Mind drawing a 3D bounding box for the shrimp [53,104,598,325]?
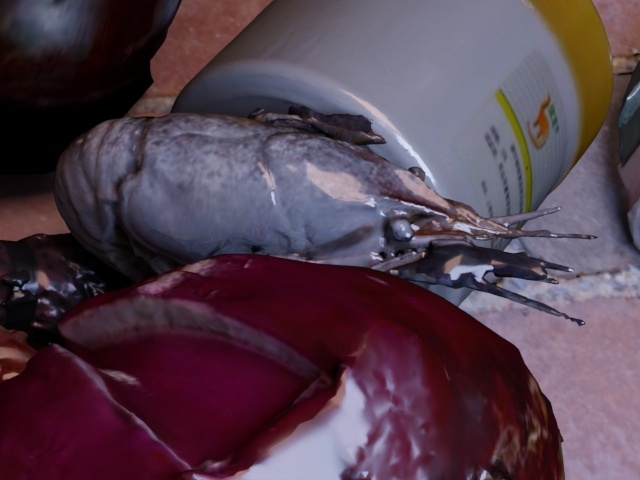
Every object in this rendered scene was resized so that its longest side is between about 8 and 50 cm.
[{"bbox_3d":[-0.002,-0.001,1.136,0.343,0.145,0.116,9,36,17],"label":"shrimp"}]

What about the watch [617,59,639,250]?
[{"bbox_3d":[0.352,-0.070,1.494,0.253,0.162,0.241,37,38,3],"label":"watch"}]

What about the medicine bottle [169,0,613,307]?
[{"bbox_3d":[0.049,-0.081,1.305,0.238,0.238,0.232,36,53,6],"label":"medicine bottle"}]

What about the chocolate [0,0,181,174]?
[{"bbox_3d":[-0.211,-0.287,1.255,0.384,0.331,0.383,19,45,-20],"label":"chocolate"}]

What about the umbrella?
[{"bbox_3d":[-0.219,0.030,1.196,0.326,0.090,0.094,2,11,-32],"label":"umbrella"}]

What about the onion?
[{"bbox_3d":[-0.092,0.177,1.037,0.420,0.398,0.398,16,41,37],"label":"onion"}]
